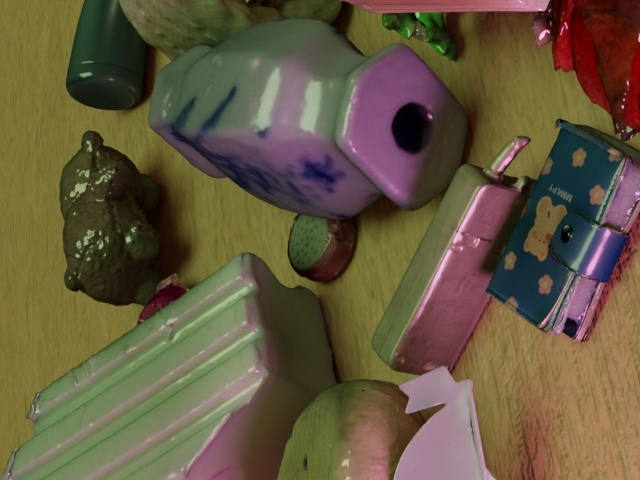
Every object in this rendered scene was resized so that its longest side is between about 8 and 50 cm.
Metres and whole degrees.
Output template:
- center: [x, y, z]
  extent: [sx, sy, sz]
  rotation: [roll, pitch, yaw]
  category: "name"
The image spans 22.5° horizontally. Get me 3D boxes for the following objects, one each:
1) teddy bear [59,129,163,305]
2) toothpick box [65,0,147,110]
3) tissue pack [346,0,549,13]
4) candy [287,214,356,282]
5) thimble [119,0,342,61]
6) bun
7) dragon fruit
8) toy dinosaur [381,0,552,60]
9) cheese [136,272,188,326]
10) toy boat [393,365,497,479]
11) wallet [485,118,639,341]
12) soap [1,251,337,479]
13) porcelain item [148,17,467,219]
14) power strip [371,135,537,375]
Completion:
- center: [-0.307, -0.024, 2.355]
  extent: [0.267, 0.151, 0.236]
  rotation: [-99, 10, -51]
  category: "teddy bear"
- center: [-0.333, -0.309, 2.542]
  extent: [0.120, 0.120, 0.184]
  rotation: [-22, 57, 50]
  category: "toothpick box"
- center: [0.142, -0.317, 1.650]
  extent: [0.325, 0.071, 0.170]
  rotation: [13, 81, 61]
  category: "tissue pack"
- center: [0.000, 0.000, 1.996]
  extent: [0.103, 0.043, 0.103]
  rotation: [-27, 55, 49]
  category: "candy"
- center: [-0.117, -0.377, 2.105]
  extent: [0.195, 0.291, 0.291]
  rotation: [-12, 67, 57]
  category: "thimble"
- center: [0.040, 0.284, 1.719]
  extent: [0.273, 0.168, 0.273]
  rotation: [-167, 90, -72]
  category: "bun"
- center: [0.334, -0.228, 1.505]
  extent: [0.343, 0.100, 0.282]
  rotation: [2, 94, 42]
  category: "dragon fruit"
- center: [0.176, -0.416, 1.824]
  extent: [0.374, 0.144, 0.500]
  rotation: [-47, 47, 28]
  category: "toy dinosaur"
- center: [-0.209, 0.165, 2.222]
  extent: [0.155, 0.062, 0.244]
  rotation: [-33, 53, 47]
  category: "cheese"
- center: [0.134, 0.267, 1.560]
  extent: [0.220, 0.067, 0.291]
  rotation: [-13, 85, 16]
  category: "toy boat"
- center: [0.251, -0.012, 1.619]
  extent: [0.141, 0.059, 0.202]
  rotation: [38, 108, 52]
  category: "wallet"
- center: [-0.194, 0.242, 1.978]
  extent: [0.446, 0.156, 0.261]
  rotation: [-34, 46, 23]
  category: "soap"
- center: [-0.025, -0.146, 1.917]
  extent: [0.405, 0.242, 0.178]
  rotation: [11, 65, 51]
  category: "porcelain item"
- center: [0.155, 0.014, 1.718]
  extent: [0.053, 0.093, 0.288]
  rotation: [47, 116, 51]
  category: "power strip"
